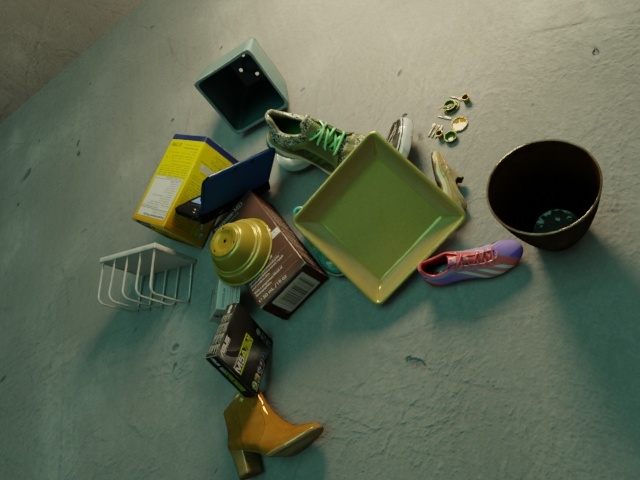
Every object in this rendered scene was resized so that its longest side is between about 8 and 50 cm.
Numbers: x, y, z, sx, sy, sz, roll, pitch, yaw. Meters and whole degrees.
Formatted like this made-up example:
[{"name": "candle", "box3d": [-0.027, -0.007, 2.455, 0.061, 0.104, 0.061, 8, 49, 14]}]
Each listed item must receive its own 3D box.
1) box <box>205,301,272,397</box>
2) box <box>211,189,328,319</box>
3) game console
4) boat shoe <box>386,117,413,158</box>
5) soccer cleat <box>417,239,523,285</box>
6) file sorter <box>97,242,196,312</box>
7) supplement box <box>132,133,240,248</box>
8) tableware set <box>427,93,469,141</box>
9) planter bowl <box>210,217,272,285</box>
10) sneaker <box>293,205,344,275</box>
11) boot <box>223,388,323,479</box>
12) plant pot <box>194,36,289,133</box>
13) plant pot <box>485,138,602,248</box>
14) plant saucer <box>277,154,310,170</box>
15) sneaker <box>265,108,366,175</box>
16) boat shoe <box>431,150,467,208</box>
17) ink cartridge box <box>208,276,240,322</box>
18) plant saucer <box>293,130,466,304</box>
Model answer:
[{"name": "box", "box3d": [-0.216, 0.297, 1.363, 0.045, 0.184, 0.190, -17, 33, 25]}, {"name": "box", "box3d": [-0.163, 0.035, 1.526, 0.191, 0.143, 0.381, -46, 49, 6]}, {"name": "game console", "box3d": [-0.312, -0.194, 1.620, 0.250, 0.173, 0.293, 18, 38, 41]}, {"name": "boat shoe", "box3d": [0.168, -0.210, 1.413, 0.119, 0.121, 0.334, 21, 78, -3]}, {"name": "soccer cleat", "box3d": [0.357, 0.052, 1.201, 0.248, 0.095, 0.082, -18, 62, 27]}, {"name": "file sorter", "box3d": [-0.610, 0.141, 1.735, 0.278, 0.193, 0.172, -13, 65, 28]}, {"name": "supplement box", "box3d": [-0.477, -0.180, 1.799, 0.194, 0.195, 0.356, 14, 75, 37]}, {"name": "tableware set", "box3d": [0.378, -0.355, 1.432, 0.104, 0.024, 0.154, 27, 84, 39]}, {"name": "planter bowl", "box3d": [-0.254, 0.017, 1.450, 0.217, 0.090, 0.217, -14, 61, 27]}, {"name": "sneaker", "box3d": [0.000, 0.000, 1.453, 0.107, 0.110, 0.275, -45, 52, 7]}, {"name": "boot", "box3d": [-0.141, 0.474, 1.319, 0.295, 0.104, 0.211, -36, 53, 19]}, {"name": "plant pot", "box3d": [-0.276, -0.601, 1.852, 0.247, 0.247, 0.252, -24, 39, 22]}, {"name": "plant pot", "box3d": [0.497, -0.068, 1.081, 0.216, 0.230, 0.215, -14, 62, 27]}, {"name": "plant saucer", "box3d": [-0.058, -0.313, 1.689, 0.195, 0.037, 0.194, -14, 61, 26]}, {"name": "sneaker", "box3d": [-0.004, -0.307, 1.524, 0.411, 0.182, 0.157, 15, 79, 17]}, {"name": "boat shoe", "box3d": [0.348, -0.161, 1.339, 0.072, 0.068, 0.189, -15, 70, 13]}, {"name": "ink cartridge box", "box3d": [-0.294, 0.179, 1.527, 0.181, 0.062, 0.104, 131, 143, -57]}, {"name": "plant saucer", "box3d": [0.152, -0.058, 1.322, 0.333, 0.081, 0.333, 45, 103, 10]}]
